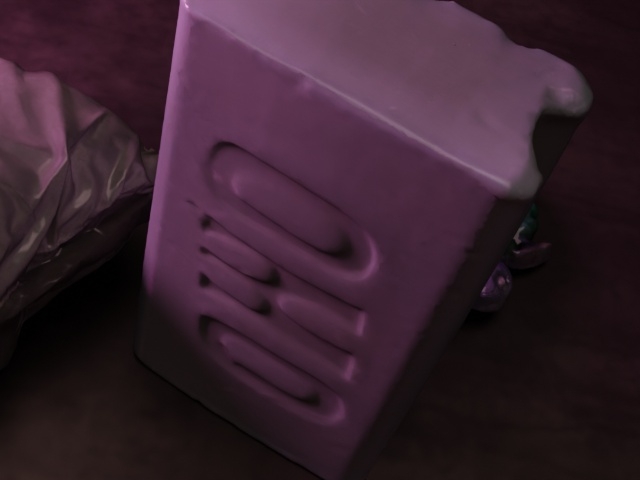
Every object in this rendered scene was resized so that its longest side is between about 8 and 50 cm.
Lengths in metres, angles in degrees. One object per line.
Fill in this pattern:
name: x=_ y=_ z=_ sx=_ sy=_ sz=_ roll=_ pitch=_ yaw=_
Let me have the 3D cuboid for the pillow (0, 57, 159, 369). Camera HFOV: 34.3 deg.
pillow: x=-0.263 y=-0.022 z=0.534 sx=0.310 sy=0.138 sz=0.283 roll=25 pitch=51 yaw=8

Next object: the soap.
soap: x=0.000 y=0.000 z=0.507 sx=0.159 sy=0.265 sz=0.087 roll=31 pitch=52 yaw=9

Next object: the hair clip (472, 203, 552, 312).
hair clip: x=0.073 y=0.000 z=0.674 sx=0.195 sy=0.052 sz=0.124 roll=-23 pitch=73 yaw=-38
